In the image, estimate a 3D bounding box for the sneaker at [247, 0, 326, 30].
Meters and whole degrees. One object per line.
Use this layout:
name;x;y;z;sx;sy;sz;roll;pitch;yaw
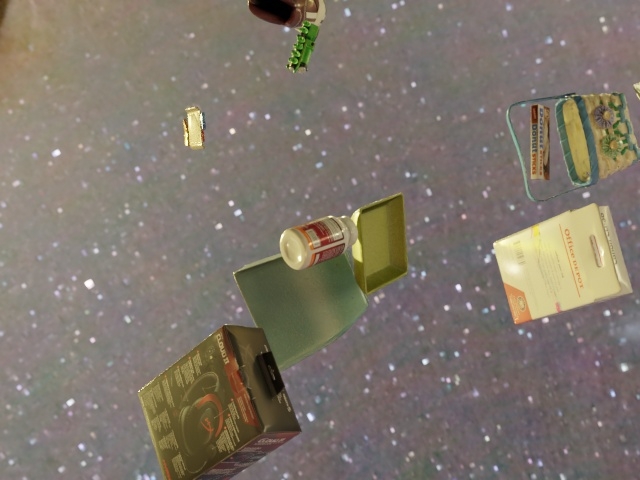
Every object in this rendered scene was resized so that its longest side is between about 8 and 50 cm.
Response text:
sneaker;-0.122;-0.499;1.734;0.106;0.281;0.162;-54;168;26

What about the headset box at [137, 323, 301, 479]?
headset box;-0.179;0.304;1.687;0.293;0.110;0.218;-39;-120;28

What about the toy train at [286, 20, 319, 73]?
toy train;-0.019;-0.218;1.050;0.017;0.023;0.083;-52;-162;49

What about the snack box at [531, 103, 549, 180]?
snack box;0.528;-0.234;2.223;0.022;0.178;0.064;-1;177;39

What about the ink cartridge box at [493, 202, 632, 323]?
ink cartridge box;0.312;0.028;1.156;0.067;0.115;0.198;-8;170;-28

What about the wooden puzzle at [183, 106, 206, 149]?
wooden puzzle;-0.216;-0.195;1.608;0.014;0.078;0.116;-11;-165;-24

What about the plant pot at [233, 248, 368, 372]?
plant pot;-0.026;0.127;2.157;0.252;0.247;0.248;-25;-178;3

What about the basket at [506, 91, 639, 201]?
basket;0.626;-0.250;2.301;0.289;0.255;0.201;-16;180;2

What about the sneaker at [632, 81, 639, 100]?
sneaker;0.581;-0.215;1.381;0.178;0.124;0.295;-27;173;24

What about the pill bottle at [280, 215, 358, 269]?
pill bottle;0.000;0.000;1.856;0.152;0.086;0.086;-19;-163;-40

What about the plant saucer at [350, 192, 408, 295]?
plant saucer;0.121;0.004;1.986;0.045;0.188;0.188;4;-165;34
